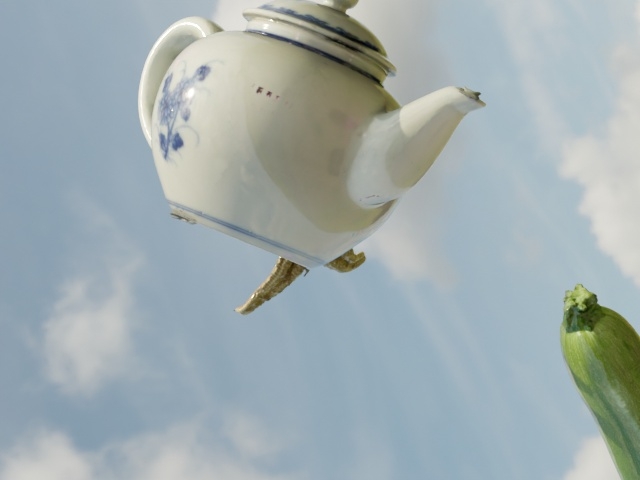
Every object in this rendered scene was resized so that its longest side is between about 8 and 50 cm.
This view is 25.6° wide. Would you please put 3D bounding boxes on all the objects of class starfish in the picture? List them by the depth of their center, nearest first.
[{"bbox_3d":[0.001,0.002,1.778,0.247,0.050,0.138,-20,-51,-29],"label":"starfish"}]

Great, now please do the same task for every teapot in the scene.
[{"bbox_3d":[-0.026,-0.127,1.341,0.252,0.424,0.280,23,-93,-48],"label":"teapot"}]

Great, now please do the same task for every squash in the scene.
[{"bbox_3d":[0.387,0.206,1.755,0.395,0.107,0.107,59,-154,-33],"label":"squash"}]
